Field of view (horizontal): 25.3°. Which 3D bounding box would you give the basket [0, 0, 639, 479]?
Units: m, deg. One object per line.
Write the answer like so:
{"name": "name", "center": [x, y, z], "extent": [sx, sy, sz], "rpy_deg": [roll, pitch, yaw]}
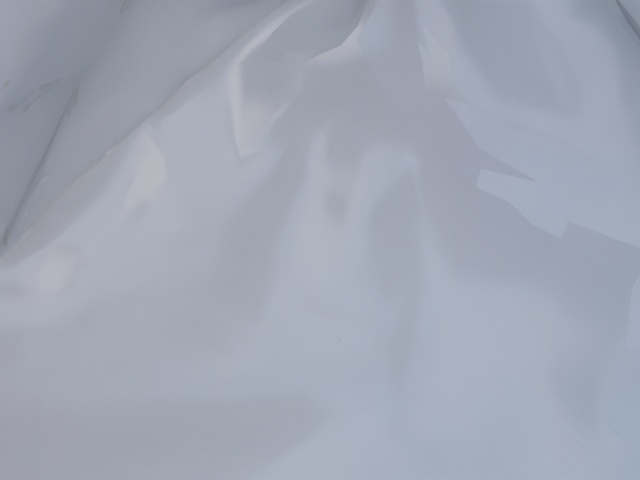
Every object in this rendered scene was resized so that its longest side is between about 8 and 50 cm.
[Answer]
{"name": "basket", "center": [0.000, 0.000, 0.279], "extent": [0.331, 0.266, 0.328], "rpy_deg": [-42, 65, -7]}
